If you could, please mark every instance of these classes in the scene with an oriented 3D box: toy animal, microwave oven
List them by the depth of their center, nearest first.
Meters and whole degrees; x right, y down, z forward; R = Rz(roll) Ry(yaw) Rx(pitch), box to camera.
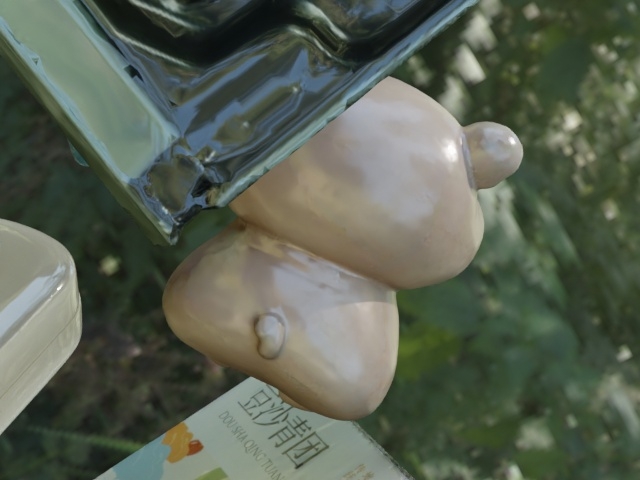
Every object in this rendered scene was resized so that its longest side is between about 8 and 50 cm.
[{"bbox_3d":[-0.060,-0.183,0.510,0.295,0.237,0.181,52,-1,-13],"label":"microwave oven"},{"bbox_3d":[-0.003,0.002,1.278,0.210,0.229,0.221,26,54,5],"label":"toy animal"}]

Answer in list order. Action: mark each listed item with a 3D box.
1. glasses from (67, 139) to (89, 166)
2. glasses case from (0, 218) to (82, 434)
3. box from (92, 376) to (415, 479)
[{"bbox_3d":[-0.183,-0.089,0.659,0.221,0.088,0.190,60,19,-12],"label":"glasses"},{"bbox_3d":[-0.166,0.060,0.695,0.196,0.083,0.050,-50,147,-46],"label":"glasses case"},{"bbox_3d":[-0.101,0.296,1.439,0.122,0.385,0.344,63,-12,-28],"label":"box"}]
